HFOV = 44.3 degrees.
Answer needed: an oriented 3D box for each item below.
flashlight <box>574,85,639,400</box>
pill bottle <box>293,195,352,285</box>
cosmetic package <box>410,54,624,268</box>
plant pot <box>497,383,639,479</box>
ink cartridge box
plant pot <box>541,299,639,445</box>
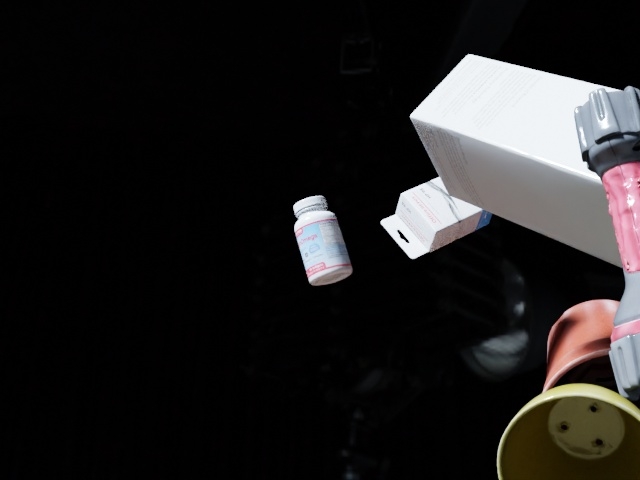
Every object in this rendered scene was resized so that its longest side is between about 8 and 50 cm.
[{"bbox_3d":[0.306,-0.005,0.755,0.103,0.304,0.103,0,-24,-11],"label":"flashlight"},{"bbox_3d":[0.000,0.000,1.518,0.087,0.160,0.087,-16,-15,-4],"label":"pill bottle"},{"bbox_3d":[0.326,-0.116,1.119,0.365,0.155,0.197,29,-20,45],"label":"cosmetic package"},{"bbox_3d":[0.225,0.176,0.671,0.134,0.134,0.095,-9,9,22],"label":"plant pot"},{"bbox_3d":[0.211,-0.050,1.410,0.180,0.104,0.060,-24,-31,-25],"label":"ink cartridge box"},{"bbox_3d":[0.523,0.251,1.426,0.272,0.265,0.272,4,-68,10],"label":"plant pot"}]
